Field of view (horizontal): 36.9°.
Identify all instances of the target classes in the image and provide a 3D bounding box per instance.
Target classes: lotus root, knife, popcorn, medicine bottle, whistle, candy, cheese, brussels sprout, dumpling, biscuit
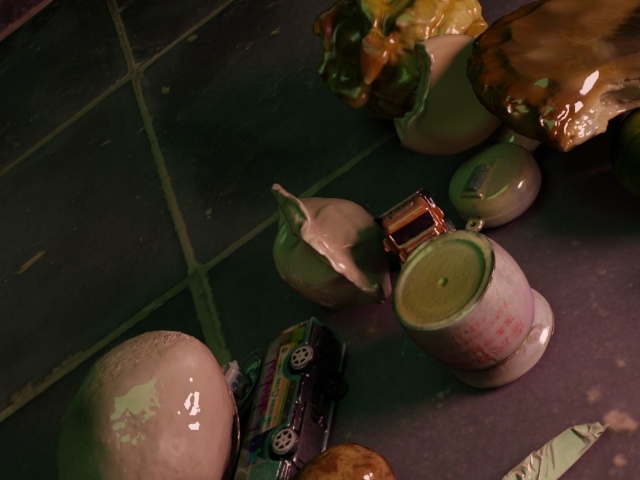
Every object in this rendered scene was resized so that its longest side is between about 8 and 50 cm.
[{"bbox_3d":[-0.011,0.333,1.024,0.260,0.128,0.145,-50,12,-18],"label":"lotus root"},{"bbox_3d":[0.181,0.280,1.007,0.298,0.017,0.047,-38,44,3],"label":"knife"},{"bbox_3d":[0.123,-0.287,1.445,0.258,0.224,0.270,-16,14,9],"label":"popcorn"},{"bbox_3d":[0.176,0.080,1.106,0.147,0.143,0.147,-27,39,25],"label":"medicine bottle"},{"bbox_3d":[0.254,-0.114,1.298,0.126,0.067,0.258,5,54,45],"label":"whistle"},{"bbox_3d":[-0.235,0.246,1.221,0.295,0.185,0.295,-22,58,39],"label":"candy"},{"bbox_3d":[0.224,-0.202,1.303,0.249,0.163,0.071,-5,3,-7],"label":"cheese"},{"bbox_3d":[0.413,-0.103,1.109,0.155,0.117,0.155,-4,37,3],"label":"brussels sprout"},{"bbox_3d":[0.000,0.000,1.295,0.147,0.193,0.258,-46,26,3],"label":"dumpling"},{"bbox_3d":[0.330,-0.219,1.139,0.329,0.078,0.335,0,41,25],"label":"biscuit"}]

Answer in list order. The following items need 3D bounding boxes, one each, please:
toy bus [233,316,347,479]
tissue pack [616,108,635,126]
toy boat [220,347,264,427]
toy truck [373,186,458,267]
[{"bbox_3d":[-0.036,0.224,1.194,0.109,0.091,0.261,-20,40,35],"label":"toy bus"},{"bbox_3d":[0.463,-0.235,1.232,0.173,0.073,0.235,-16,44,27],"label":"tissue pack"},{"bbox_3d":[-0.119,0.205,1.299,0.059,0.066,0.140,7,56,48],"label":"toy boat"},{"bbox_3d":[0.126,-0.014,1.242,0.083,0.092,0.192,-33,4,8],"label":"toy truck"}]
